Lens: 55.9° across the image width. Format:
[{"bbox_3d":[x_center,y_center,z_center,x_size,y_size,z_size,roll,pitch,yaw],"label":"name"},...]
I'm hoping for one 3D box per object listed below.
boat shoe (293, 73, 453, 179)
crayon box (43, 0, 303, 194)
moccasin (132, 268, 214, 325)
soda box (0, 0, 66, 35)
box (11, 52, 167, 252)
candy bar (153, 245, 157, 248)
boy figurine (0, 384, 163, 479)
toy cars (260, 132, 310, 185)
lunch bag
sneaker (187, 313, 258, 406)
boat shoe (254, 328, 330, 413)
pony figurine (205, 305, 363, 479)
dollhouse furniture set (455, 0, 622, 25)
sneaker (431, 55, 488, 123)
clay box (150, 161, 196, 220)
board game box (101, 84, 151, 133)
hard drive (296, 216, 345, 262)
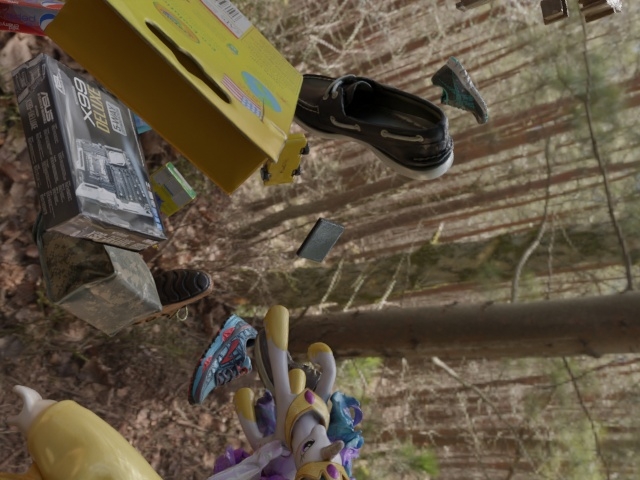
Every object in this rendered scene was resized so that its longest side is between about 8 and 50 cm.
[{"bbox_3d":[0.062,-0.194,0.877,0.114,0.303,0.091,-50,149,-23],"label":"boat shoe"},{"bbox_3d":[-0.121,-0.171,0.584,0.202,0.081,0.318,43,20,-16],"label":"crayon box"},{"bbox_3d":[-0.527,0.202,2.044,0.147,0.380,0.139,44,23,-59],"label":"moccasin"},{"bbox_3d":[-0.821,-0.648,1.745,0.263,0.083,0.092,2,37,-18],"label":"soda box"},{"bbox_3d":[-0.408,-0.145,1.083,0.242,0.077,0.307,29,40,-69],"label":"box"},{"bbox_3d":[-0.614,-0.005,2.024,0.161,0.040,0.018,26,99,-46],"label":"candy bar"},{"bbox_3d":[-0.143,0.167,0.321,0.092,0.285,0.177,122,-32,-81],"label":"boy figurine"},{"bbox_3d":[-0.143,-0.241,1.400,0.394,0.177,0.087,28,38,-61],"label":"toy cars"},{"bbox_3d":[-0.501,0.032,1.337,0.287,0.169,0.235,63,-2,28],"label":"lunch bag"},{"bbox_3d":[-0.234,0.307,1.509,0.125,0.104,0.261,28,54,2],"label":"sneaker"},{"bbox_3d":[-0.038,0.349,1.383,0.355,0.130,0.132,64,9,24],"label":"boat shoe"},{"bbox_3d":[-0.061,0.332,0.930,0.303,0.350,0.363,15,23,-19],"label":"pony figurine"},{"bbox_3d":[0.396,-0.542,1.240,0.174,0.356,0.303,-10,89,-52],"label":"dollhouse furniture set"},{"bbox_3d":[0.291,-0.303,1.270,0.166,0.076,0.065,48,19,-25],"label":"sneaker"},{"bbox_3d":[-0.494,-0.118,1.785,0.127,0.222,0.053,54,16,-15],"label":"clay box"},{"bbox_3d":[-0.494,-0.443,1.434,0.079,0.336,0.253,-24,137,-18],"label":"board game box"},{"bbox_3d":[0.000,0.000,1.777,0.094,0.135,0.022,17,26,-38],"label":"hard drive"}]
